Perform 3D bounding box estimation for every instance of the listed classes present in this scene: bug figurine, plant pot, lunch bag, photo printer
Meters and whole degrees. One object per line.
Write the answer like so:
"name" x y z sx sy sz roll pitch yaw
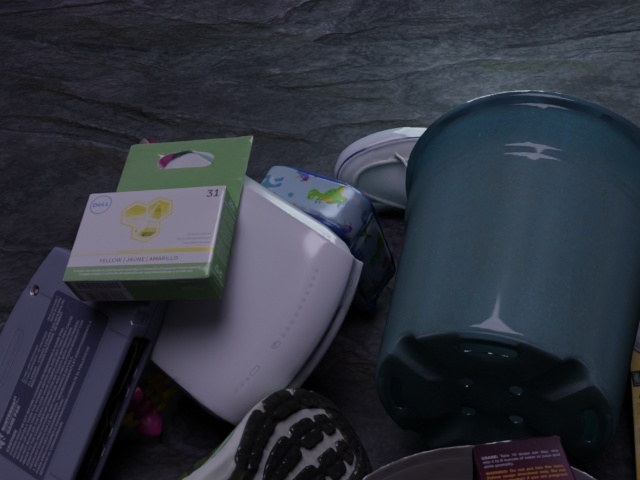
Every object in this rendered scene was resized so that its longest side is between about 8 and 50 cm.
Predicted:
"bug figurine" -0.218 0.157 1.119 0.279 0.072 0.216 -24 45 -29
"plant pot" 0.224 0.061 0.985 0.341 0.341 0.334 7 46 19
"lunch bag" 0.000 0.000 1.167 0.176 0.219 0.090 21 65 30
"photo printer" -0.114 0.056 1.020 0.307 0.107 0.256 34 89 32

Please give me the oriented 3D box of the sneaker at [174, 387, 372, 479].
"sneaker" -0.106 0.282 0.867 0.410 0.182 0.158 -21 78 -51

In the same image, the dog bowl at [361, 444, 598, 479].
"dog bowl" 0.149 0.352 0.766 0.349 0.102 0.349 -4 37 3

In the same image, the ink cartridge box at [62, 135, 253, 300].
"ink cartridge box" -0.178 -0.041 0.973 0.171 0.056 0.235 -2 56 14

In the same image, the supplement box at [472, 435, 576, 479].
"supplement box" 0.182 0.268 0.700 0.081 0.104 0.188 -7 36 0

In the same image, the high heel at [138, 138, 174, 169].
"high heel" -0.195 -0.048 1.361 0.181 0.127 0.377 9 30 -29

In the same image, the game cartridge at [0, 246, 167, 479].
"game cartridge" -0.309 0.165 0.999 0.196 0.060 0.294 21 87 28

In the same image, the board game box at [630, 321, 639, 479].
"board game box" 0.437 0.181 0.956 0.165 0.042 0.243 -7 39 23

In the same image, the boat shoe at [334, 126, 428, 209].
"boat shoe" 0.206 -0.078 1.334 0.367 0.136 0.156 3 39 -3
